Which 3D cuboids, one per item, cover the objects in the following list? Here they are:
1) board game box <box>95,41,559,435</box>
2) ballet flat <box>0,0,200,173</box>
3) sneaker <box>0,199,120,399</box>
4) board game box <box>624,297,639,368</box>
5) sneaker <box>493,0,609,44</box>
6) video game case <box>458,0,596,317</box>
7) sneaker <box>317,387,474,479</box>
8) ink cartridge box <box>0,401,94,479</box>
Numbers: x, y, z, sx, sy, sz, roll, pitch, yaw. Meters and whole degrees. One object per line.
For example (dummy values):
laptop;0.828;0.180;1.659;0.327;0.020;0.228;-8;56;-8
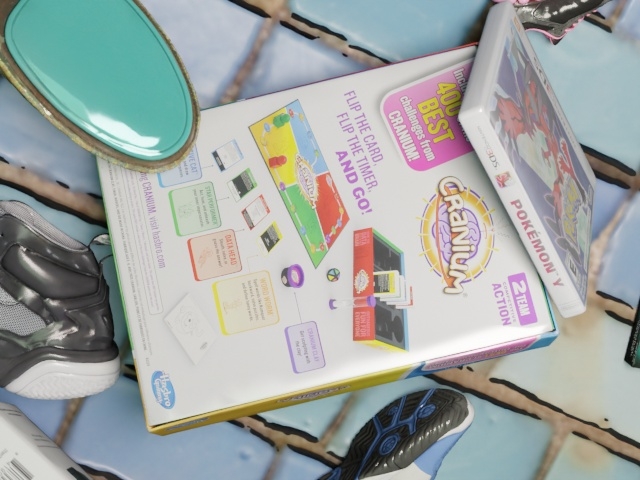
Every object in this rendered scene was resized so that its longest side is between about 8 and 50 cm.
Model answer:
board game box;0.000;0.000;0.980;0.316;0.064;0.242;-13;77;1
ballet flat;-0.234;-0.183;0.953;0.348;0.123;0.123;43;94;-12
sneaker;-0.291;0.041;1.003;0.268;0.101;0.153;4;100;-13
board game box;0.375;0.065;1.114;0.186;0.026;0.126;9;101;-8
sneaker;0.202;-0.192;1.037;0.119;0.047;0.057;-8;108;3
video game case;0.166;-0.068;0.968;0.023;0.201;0.183;-19;115;26
sneaker;0.059;0.212;1.091;0.081;0.080;0.211;40;105;-18
ink cartridge box;-0.227;0.248;0.970;0.208;0.087;0.153;41;86;11
